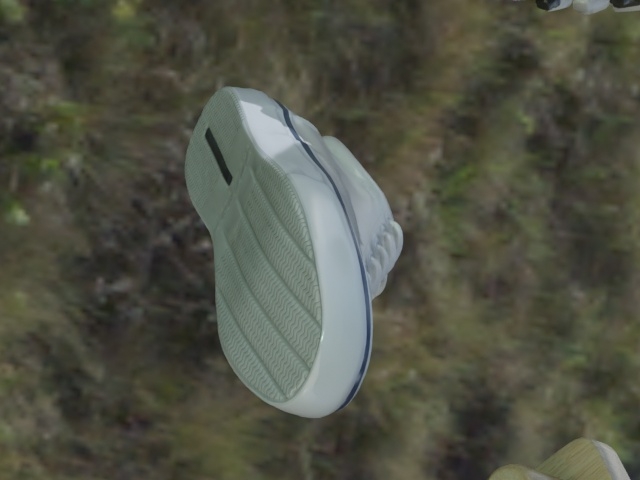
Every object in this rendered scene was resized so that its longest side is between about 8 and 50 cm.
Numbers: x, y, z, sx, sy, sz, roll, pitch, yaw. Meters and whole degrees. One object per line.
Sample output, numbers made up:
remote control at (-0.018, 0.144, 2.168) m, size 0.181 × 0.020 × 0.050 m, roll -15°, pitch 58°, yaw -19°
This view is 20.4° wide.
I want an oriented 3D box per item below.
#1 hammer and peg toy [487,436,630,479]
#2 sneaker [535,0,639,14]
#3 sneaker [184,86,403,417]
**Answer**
hammer and peg toy at (0.136, 0.240, 0.887) m, size 0.127 × 0.361 × 0.266 m, roll 24°, pitch 34°, yaw -43°
sneaker at (0.078, -0.216, 0.971) m, size 0.110 × 0.292 × 0.118 m, roll 93°, pitch 22°, yaw -67°
sneaker at (0.000, 0.000, 0.878) m, size 0.094 × 0.091 × 0.258 m, roll -62°, pitch -156°, yaw 25°
